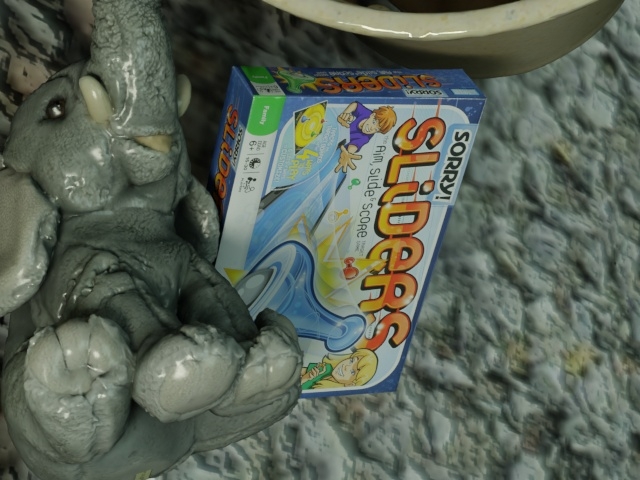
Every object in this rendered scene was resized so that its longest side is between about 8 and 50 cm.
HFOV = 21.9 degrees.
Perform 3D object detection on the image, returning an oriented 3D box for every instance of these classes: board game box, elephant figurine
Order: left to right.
[{"bbox_3d":[-0.110,-0.007,0.827,0.169,0.186,0.239,62,4,-71],"label":"elephant figurine"},{"bbox_3d":[0.000,0.000,0.906,0.136,0.035,0.201,-3,125,-25],"label":"board game box"}]

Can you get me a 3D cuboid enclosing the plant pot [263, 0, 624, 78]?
[{"bbox_3d":[0.077,-0.232,0.905,0.305,0.334,0.333,44,47,-78],"label":"plant pot"}]
